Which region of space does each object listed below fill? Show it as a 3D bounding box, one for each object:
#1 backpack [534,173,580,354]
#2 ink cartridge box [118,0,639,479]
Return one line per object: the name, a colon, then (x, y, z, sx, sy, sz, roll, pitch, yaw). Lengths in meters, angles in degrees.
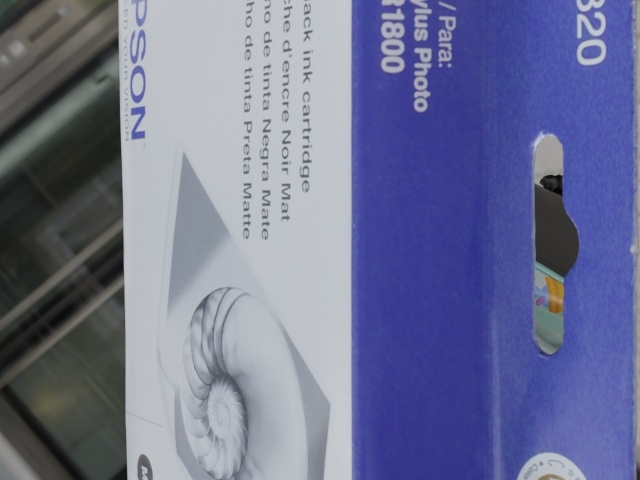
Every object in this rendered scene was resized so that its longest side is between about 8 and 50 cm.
backpack: (0.031, 0.053, 0.587, 0.166, 0.188, 0.144, 27, -142, -12)
ink cartridge box: (0.000, 0.000, 0.390, 0.224, 0.045, 0.223, 1, 92, 58)
